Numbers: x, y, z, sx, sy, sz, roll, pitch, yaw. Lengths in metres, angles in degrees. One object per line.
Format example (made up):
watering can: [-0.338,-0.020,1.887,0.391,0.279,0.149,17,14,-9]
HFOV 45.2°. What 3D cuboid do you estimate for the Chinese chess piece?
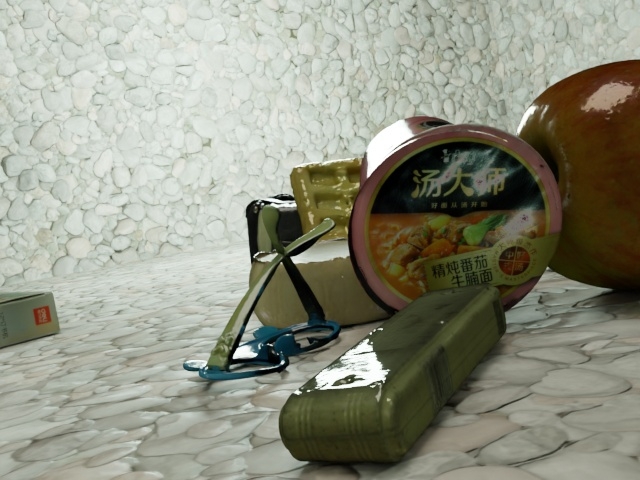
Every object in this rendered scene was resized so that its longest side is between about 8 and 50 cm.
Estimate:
Chinese chess piece: [0.021,0.056,1.105,0.250,0.103,0.250,-8,5,1]

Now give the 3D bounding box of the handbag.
handbag: [-0.046,-0.002,1.538,0.181,0.181,0.254,0,6,13]

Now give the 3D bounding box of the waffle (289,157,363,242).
waffle: [0.048,-0.037,1.366,0.168,0.274,0.057,-5,-35,-13]

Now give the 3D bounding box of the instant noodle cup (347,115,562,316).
instant noodle cup: [0.141,-0.049,0.938,0.244,0.243,0.255,-9,19,2]

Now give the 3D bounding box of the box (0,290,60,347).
box: [-0.602,0.143,1.405,0.269,0.079,0.135,-4,6,45]

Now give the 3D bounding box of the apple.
apple: [0.361,-0.085,0.927,0.302,0.301,0.301,-9,4,1]

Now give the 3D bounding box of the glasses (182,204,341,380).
glasses: [-0.036,0.065,0.848,0.102,0.206,0.239,32,23,19]

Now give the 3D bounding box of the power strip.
power strip: [0.089,0.100,0.672,0.092,0.066,0.387,-9,6,27]

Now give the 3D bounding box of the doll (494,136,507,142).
doll: [0.455,-0.188,1.946,0.199,0.145,0.363,22,14,16]
